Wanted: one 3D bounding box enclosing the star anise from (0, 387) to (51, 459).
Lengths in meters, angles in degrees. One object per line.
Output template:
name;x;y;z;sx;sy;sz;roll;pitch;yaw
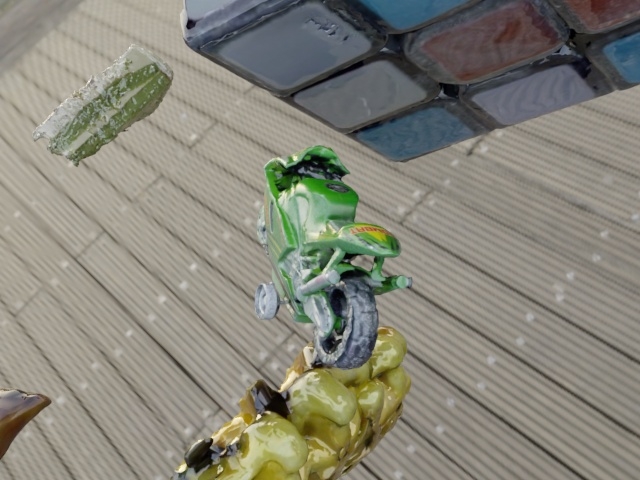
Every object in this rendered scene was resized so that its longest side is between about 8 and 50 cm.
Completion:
star anise;-0.225;0.148;0.510;0.196;0.212;0.111;-18;-2;-32

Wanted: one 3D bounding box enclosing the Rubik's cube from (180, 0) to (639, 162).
Rubik's cube;0.104;-0.305;0.813;0.363;0.358;0.362;-20;66;25

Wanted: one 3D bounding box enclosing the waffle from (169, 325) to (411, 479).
waffle;-0.065;0.230;0.914;0.095;0.379;0.382;46;104;12

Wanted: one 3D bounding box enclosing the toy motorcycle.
toy motorcycle;0.000;0.000;0.673;0.190;0.074;0.106;-125;46;-55

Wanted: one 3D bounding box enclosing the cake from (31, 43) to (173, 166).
cake;-0.178;-0.101;0.824;0.140;0.051;0.055;-51;1;-40
